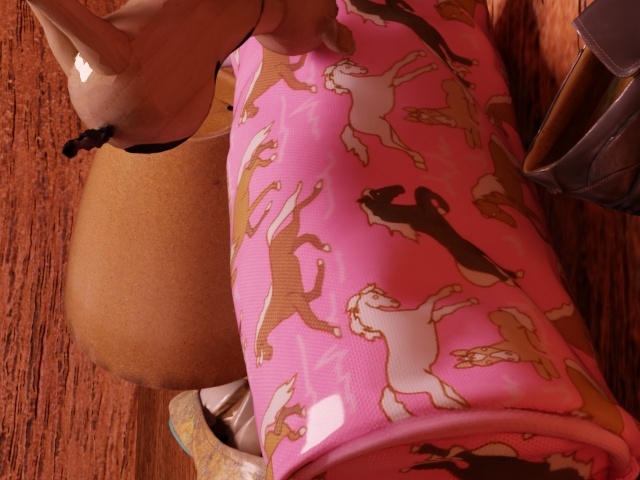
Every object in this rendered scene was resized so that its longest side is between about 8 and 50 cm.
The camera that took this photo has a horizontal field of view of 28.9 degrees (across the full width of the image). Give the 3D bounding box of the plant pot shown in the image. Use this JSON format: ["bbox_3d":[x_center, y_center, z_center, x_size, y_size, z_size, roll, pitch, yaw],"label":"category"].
[{"bbox_3d":[-0.126,-0.032,1.169,0.237,0.237,0.254,-102,14,-47],"label":"plant pot"}]

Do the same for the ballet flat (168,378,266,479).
[{"bbox_3d":[-0.079,0.205,1.279,0.348,0.123,0.123,-130,45,-71],"label":"ballet flat"}]

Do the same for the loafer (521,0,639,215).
[{"bbox_3d":[0.136,-0.085,0.521,0.062,0.061,0.170,-105,23,-56],"label":"loafer"}]

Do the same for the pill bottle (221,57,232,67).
[{"bbox_3d":[-0.033,-0.294,0.907,0.181,0.181,0.323,-152,54,-75],"label":"pill bottle"}]

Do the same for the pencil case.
[{"bbox_3d":[0.042,-0.011,0.649,0.160,0.167,0.386,-33,41,22],"label":"pencil case"}]

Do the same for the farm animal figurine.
[{"bbox_3d":[0.028,-0.184,0.590,0.172,0.330,0.327,51,-161,-34],"label":"farm animal figurine"}]
